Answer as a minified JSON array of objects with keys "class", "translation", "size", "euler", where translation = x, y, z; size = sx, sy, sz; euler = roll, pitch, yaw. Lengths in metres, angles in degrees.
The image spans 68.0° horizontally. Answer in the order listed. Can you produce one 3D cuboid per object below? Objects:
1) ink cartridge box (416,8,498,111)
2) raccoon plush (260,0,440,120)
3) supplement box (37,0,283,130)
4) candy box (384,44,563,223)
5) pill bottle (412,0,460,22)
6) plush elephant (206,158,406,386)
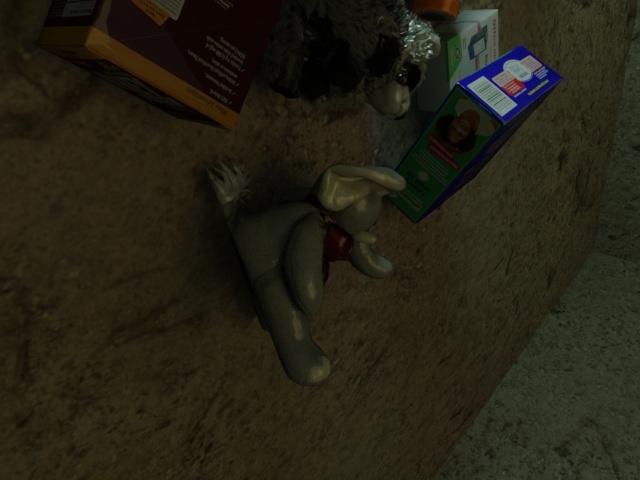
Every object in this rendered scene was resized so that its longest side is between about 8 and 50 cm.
[{"class":"ink cartridge box","translation":[0.302,-0.397,1.044],"size":[0.212,0.093,0.154],"euler":[-40,132,-32]},{"class":"raccoon plush","translation":[0.058,-0.394,0.694],"size":[0.299,0.216,0.446],"euler":[-39,130,-50]},{"class":"supplement box","translation":[-0.170,-0.260,0.541],"size":[0.191,0.129,0.194],"euler":[21,90,-51]},{"class":"candy box","translation":[0.303,-0.211,0.987],"size":[0.268,0.122,0.317],"euler":[-36,165,-35]},{"class":"pill bottle","translation":[0.237,-0.541,0.876],"size":[0.130,0.130,0.245],"euler":[-5,109,-47]},{"class":"plush elephant","translation":[0.000,0.000,0.739],"size":[0.255,0.272,0.330],"euler":[-21,99,-13]}]
